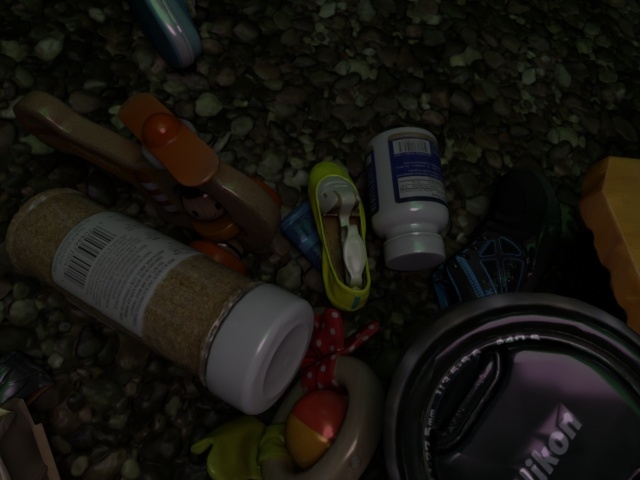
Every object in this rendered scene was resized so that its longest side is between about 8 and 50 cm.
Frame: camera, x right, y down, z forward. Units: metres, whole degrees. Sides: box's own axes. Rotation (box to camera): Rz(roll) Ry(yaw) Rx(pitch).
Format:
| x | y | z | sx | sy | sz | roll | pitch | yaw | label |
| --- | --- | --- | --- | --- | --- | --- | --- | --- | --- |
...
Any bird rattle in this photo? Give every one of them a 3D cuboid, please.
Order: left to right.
| x | y | z | sx | sy | sz | roll | pitch | yaw | label |
| --- | --- | --- | --- | --- | --- | --- | --- | --- | --- |
| 0.001 | 0.196 | 0.514 | 0.253 | 0.206 | 0.143 | -44 | 110 | -16 | bird rattle |

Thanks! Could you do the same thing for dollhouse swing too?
| x | y | z | sx | sy | sz | roll | pitch | yaw | label |
| --- | --- | --- | --- | --- | --- | --- | --- | --- | --- |
| 0.385 | 0.094 | 0.549 | 0.304 | 0.315 | 0.347 | -7 | 71 | -12 | dollhouse swing |

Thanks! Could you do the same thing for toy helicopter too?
| x | y | z | sx | sy | sz | roll | pitch | yaw | label |
| --- | --- | --- | --- | --- | --- | --- | --- | --- | --- |
| -0.211 | -0.090 | 0.560 | 0.354 | 0.235 | 0.140 | 26 | 67 | 1 | toy helicopter |

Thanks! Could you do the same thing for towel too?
| x | y | z | sx | sy | sz | roll | pitch | yaw | label |
| --- | --- | --- | --- | --- | --- | --- | --- | --- | --- |
| 0.000 | 0.000 | 0.673 | 0.067 | 0.029 | 0.119 | -40 | 81 | -20 | towel |

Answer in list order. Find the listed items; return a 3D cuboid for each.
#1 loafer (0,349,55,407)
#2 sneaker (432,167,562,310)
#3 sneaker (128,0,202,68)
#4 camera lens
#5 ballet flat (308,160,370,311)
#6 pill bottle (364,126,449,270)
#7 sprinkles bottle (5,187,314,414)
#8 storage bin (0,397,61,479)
| x | y | z | sx | sy | sz | roll | pitch | yaw | label |
| --- | --- | --- | --- | --- | --- | --- | --- | --- | --- |
| -0.373 | 0.208 | 0.511 | 0.061 | 0.062 | 0.170 | 32 | 68 | -2 | loafer |
| 0.240 | 0.030 | 0.654 | 0.139 | 0.125 | 0.341 | 18 | 65 | 2 | sneaker |
| -0.217 | -0.437 | 0.754 | 0.208 | 0.127 | 0.319 | -26 | 76 | -17 | sneaker |
| 0.173 | 0.162 | 0.435 | 0.219 | 0.274 | 0.220 | -2 | 81 | 10 | camera lens |
| 0.031 | -0.021 | 0.628 | 0.077 | 0.077 | 0.231 | -3 | 68 | -11 | ballet flat |
| 0.126 | -0.057 | 0.673 | 0.111 | 0.112 | 0.187 | 1 | 69 | -10 | pill bottle |
| -0.183 | 0.051 | 0.511 | 0.355 | 0.121 | 0.121 | 23 | 65 | 22 | sprinkles bottle |
| -0.367 | 0.317 | 0.403 | 0.262 | 0.123 | 0.261 | -19 | 89 | -16 | storage bin |
